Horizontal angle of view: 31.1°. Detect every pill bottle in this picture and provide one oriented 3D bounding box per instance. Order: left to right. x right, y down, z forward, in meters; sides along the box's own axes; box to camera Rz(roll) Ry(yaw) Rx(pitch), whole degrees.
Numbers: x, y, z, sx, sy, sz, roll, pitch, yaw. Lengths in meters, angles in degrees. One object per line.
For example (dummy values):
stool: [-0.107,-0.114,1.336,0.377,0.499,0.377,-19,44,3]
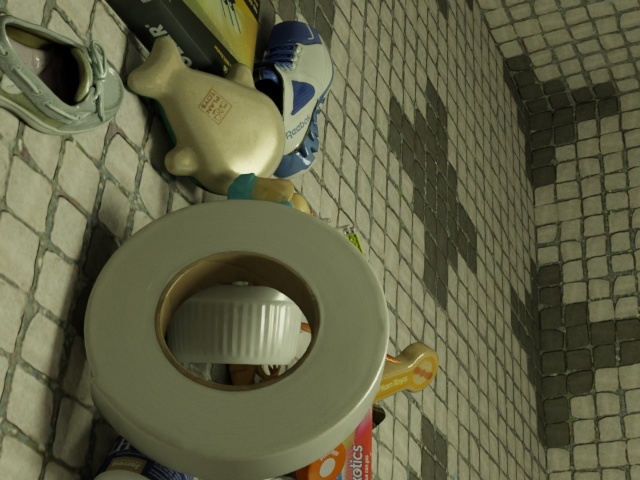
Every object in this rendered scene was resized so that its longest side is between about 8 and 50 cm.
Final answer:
pill bottle: [-0.226,0.309,1.434,0.186,0.112,0.112,-66,139,-55]

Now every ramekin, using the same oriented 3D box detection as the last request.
ramekin: [-0.125,0.123,1.653,0.207,0.207,0.109,15,75,-65]

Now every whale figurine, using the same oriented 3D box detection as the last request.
whale figurine: [-0.184,-0.187,1.769,0.272,0.141,0.216,41,68,-24]

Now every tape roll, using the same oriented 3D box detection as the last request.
tape roll: [-0.107,0.118,1.473,0.072,0.392,0.392,96,0,-54]

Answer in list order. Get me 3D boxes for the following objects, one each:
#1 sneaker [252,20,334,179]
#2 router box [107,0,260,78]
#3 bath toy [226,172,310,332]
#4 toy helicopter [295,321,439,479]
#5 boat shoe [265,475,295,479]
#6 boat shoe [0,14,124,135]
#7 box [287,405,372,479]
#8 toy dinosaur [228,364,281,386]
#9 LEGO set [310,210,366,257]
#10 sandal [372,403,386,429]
sneaker: [-0.070,-0.286,2.057,0.182,0.128,0.315,50,37,-53]
router box: [-0.208,-0.382,1.837,0.309,0.081,0.242,49,37,-50]
bath toy: [-0.068,0.026,1.825,0.151,0.129,0.348,-53,158,-19]
toy helicopter: [0.057,0.220,1.807,0.355,0.140,0.234,-15,120,-40]
boat shoe: [-0.109,0.428,1.595,0.367,0.157,0.135,-35,111,-66]
boat shoe: [-0.334,-0.208,1.429,0.320,0.103,0.118,19,62,-64]
box: [0.013,0.390,1.889,0.128,0.123,0.256,113,-19,-60]
toy dinosaur: [-0.119,0.222,1.817,0.112,0.064,0.211,17,54,-43]
LEGO set: [0.000,0.000,2.116,0.132,0.107,0.287,-79,149,-42]
sandal: [0.051,0.310,2.155,0.219,0.090,0.060,36,25,-49]
